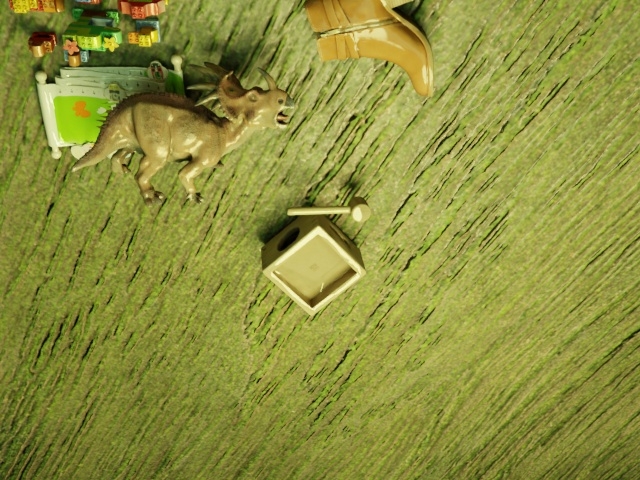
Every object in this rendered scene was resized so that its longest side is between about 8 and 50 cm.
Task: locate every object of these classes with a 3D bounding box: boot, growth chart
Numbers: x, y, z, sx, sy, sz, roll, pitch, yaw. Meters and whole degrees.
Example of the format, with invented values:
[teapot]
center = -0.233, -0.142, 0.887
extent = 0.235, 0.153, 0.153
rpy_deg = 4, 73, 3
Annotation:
[boot]
center = 0.073, -0.276, 1.003
extent = 0.152, 0.073, 0.197
rpy_deg = -18, 115, 10
[growth chart]
center = -0.312, -0.194, 1.081
extent = 0.237, 0.021, 0.172
rpy_deg = -4, 130, 2

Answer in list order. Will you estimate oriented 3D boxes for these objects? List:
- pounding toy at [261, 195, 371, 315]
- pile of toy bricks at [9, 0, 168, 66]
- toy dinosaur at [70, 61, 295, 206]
[pounding toy]
center = -0.002, -0.009, 1.202
extent = 0.206, 0.094, 0.181
rpy_deg = -39, 116, 14
[pile of toy bricks]
center = -0.313, -0.283, 0.955
extent = 0.212, 0.105, 0.118
rpy_deg = 1, 129, -3
[toy dinosaur]
center = -0.204, -0.166, 1.011
extent = 0.295, 0.127, 0.200
rpy_deg = -3, 128, -24
